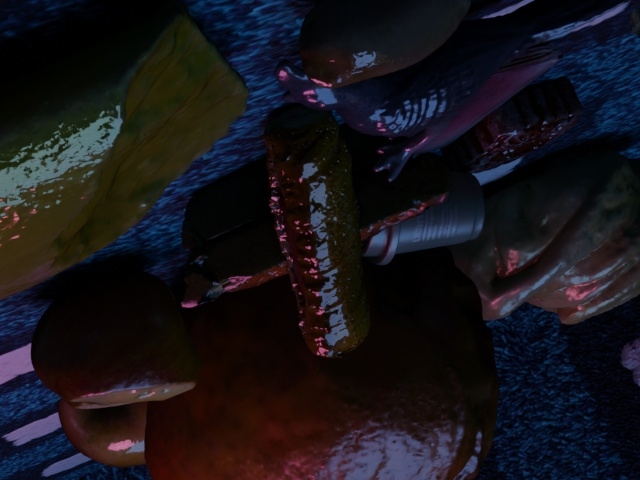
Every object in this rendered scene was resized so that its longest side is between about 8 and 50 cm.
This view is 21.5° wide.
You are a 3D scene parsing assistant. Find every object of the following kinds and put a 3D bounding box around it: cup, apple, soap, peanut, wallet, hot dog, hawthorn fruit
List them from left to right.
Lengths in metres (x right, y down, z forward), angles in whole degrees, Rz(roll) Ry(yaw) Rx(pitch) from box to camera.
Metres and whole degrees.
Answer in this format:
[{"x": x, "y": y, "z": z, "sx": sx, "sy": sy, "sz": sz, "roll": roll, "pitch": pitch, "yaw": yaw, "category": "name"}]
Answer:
[{"x": -0.251, "y": -0.020, "z": 1.218, "sx": 0.427, "sy": 0.115, "sz": 0.306, "roll": -25, "pitch": 173, "yaw": 8, "category": "soap"}, {"x": -0.230, "y": 0.117, "z": 1.858, "sx": 0.173, "sy": 0.160, "sz": 0.195, "roll": -27, "pitch": 169, "yaw": -7, "category": "apple"}, {"x": -0.272, "y": 0.241, "z": 2.440, "sx": 0.207, "sy": 0.173, "sz": 0.188, "roll": -9, "pitch": 169, "yaw": 7, "category": "apple"}, {"x": 0.001, "y": 0.000, "z": 1.613, "sx": 0.083, "sy": 0.068, "sz": 0.289, "roll": -16, "pitch": 128, "yaw": -7, "category": "hot dog"}, {"x": 0.021, "y": 0.185, "z": 2.072, "sx": 0.472, "sy": 0.471, "sz": 0.472, "roll": -23, "pitch": 170, "yaw": -4, "category": "hawthorn fruit"}, {"x": 0.049, "y": -0.164, "z": 1.287, "sx": 0.152, "sy": 0.076, "sz": 0.076, "roll": -25, "pitch": 171, "yaw": -23, "category": "peanut"}, {"x": 0.109, "y": -0.036, "z": 1.901, "sx": 0.141, "sy": 0.120, "sz": 0.120, "roll": -5, "pitch": 165, "yaw": -16, "category": "cup"}, {"x": 0.147, "y": -0.139, "z": 1.784, "sx": 0.119, "sy": 0.025, "sz": 0.232, "roll": -18, "pitch": 169, "yaw": -34, "category": "wallet"}]

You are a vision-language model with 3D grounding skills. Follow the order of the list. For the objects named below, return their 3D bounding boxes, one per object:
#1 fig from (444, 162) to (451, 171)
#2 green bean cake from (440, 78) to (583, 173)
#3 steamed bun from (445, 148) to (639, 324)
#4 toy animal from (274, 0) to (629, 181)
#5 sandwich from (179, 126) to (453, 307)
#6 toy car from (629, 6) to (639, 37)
[{"x": 0.157, "y": -0.063, "z": 2.093, "sx": 0.089, "sy": 0.089, "sz": 0.125, "roll": -30, "pitch": -173, "yaw": 31, "category": "fig"}, {"x": 0.220, "y": -0.127, "z": 1.934, "sx": 0.135, "sy": 0.056, "sz": 0.136, "roll": -16, "pitch": 168, "yaw": -33, "category": "green bean cake"}, {"x": 0.363, "y": 0.007, "z": 2.504, "sx": 0.325, "sy": 0.230, "sz": 0.372, "roll": -26, "pitch": 173, "yaw": 33, "category": "steamed bun"}, {"x": 0.099, "y": -0.138, "z": 1.491, "sx": 0.367, "sy": 0.081, "sz": 0.206, "roll": -19, "pitch": 158, "yaw": -26, "category": "toy animal"}, {"x": -0.005, "y": -0.038, "z": 1.752, "sx": 0.292, "sy": 0.109, "sz": 0.212, "roll": -24, "pitch": 177, "yaw": 17, "category": "sandwich"}, {"x": 0.422, "y": -0.262, "z": 1.571, "sx": 0.141, "sy": 0.097, "sz": 0.321, "roll": -18, "pitch": 168, "yaw": -27, "category": "toy car"}]
